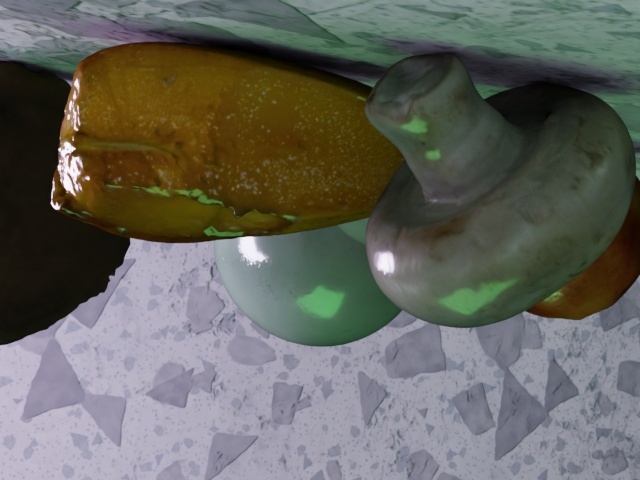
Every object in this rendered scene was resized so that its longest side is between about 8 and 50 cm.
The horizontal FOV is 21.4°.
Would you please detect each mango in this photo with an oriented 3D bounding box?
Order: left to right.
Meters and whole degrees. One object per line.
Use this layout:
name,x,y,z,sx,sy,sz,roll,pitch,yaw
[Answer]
mango,-0.068,-0.090,1.535,0.350,0.201,0.199,1,-144,-6

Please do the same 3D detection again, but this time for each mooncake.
mooncake,-0.390,-0.047,1.955,0.324,0.324,0.187,10,-179,-39

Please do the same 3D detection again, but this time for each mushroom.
mushroom,0.127,-0.059,1.400,0.244,0.243,0.243,8,178,0

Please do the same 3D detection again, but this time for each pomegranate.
pomegranate,0.263,-0.013,1.852,0.209,0.209,0.209,8,178,0

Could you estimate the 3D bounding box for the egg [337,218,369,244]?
egg,0.073,-0.065,1.795,0.149,0.149,0.192,9,-173,-22

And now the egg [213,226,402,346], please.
egg,0.000,0.000,2.196,0.276,0.276,0.389,9,180,-11
